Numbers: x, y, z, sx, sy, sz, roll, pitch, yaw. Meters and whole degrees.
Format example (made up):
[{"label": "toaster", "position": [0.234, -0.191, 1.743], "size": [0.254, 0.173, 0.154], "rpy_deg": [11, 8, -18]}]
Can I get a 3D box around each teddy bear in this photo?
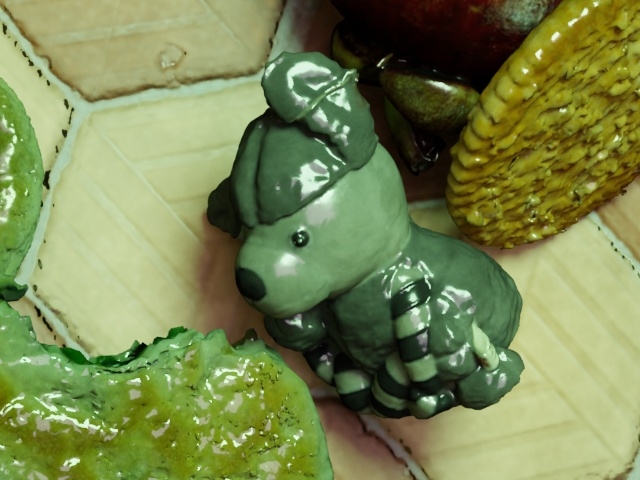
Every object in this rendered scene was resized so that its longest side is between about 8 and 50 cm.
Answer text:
[{"label": "teddy bear", "position": [0.002, 0.011, 1.200], "size": [0.251, 0.171, 0.144], "rpy_deg": [45, 59, -17]}]

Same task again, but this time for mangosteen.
[{"label": "mangosteen", "position": [0.095, -0.168, 1.250], "size": [0.215, 0.215, 0.257], "rpy_deg": [2, 110, -17]}]

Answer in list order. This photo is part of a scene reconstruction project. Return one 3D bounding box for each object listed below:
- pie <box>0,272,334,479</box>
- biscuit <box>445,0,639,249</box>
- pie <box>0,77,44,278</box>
[{"label": "pie", "position": [-0.163, 0.159, 1.131], "size": [0.371, 0.078, 0.296], "rpy_deg": [18, 84, -27]}, {"label": "biscuit", "position": [0.187, -0.089, 1.240], "size": [0.254, 0.254, 0.035], "rpy_deg": [-30, 60, -20]}, {"label": "pie", "position": [-0.311, -0.035, 1.152], "size": [0.277, 0.078, 0.277], "rpy_deg": [4, 78, -18]}]
